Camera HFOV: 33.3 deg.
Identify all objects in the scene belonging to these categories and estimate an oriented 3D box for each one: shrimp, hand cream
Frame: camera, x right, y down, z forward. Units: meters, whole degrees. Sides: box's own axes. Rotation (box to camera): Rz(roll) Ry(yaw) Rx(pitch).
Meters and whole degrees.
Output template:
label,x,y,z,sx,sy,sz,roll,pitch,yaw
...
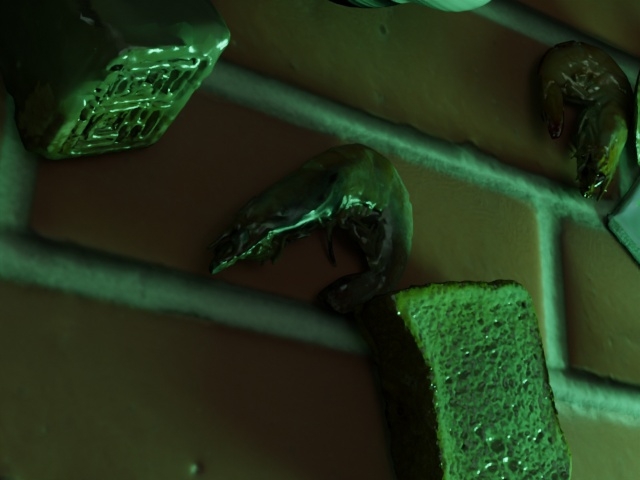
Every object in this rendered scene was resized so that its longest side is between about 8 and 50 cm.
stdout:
label,x,y,z,sx,sy,sz,roll,pitch,yaw
shrimp,0.001,-0.001,0.941,0.251,0.052,0.143,-26,94,-38
shrimp,0.292,-0.140,1.193,0.133,0.053,0.236,38,50,-22
hand cream,0.422,-0.074,1.269,0.079,0.050,0.275,34,56,14

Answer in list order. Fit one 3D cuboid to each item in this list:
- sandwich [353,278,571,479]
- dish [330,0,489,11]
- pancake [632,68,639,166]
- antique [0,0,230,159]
label,x,y,z,sx,sy,sz,roll,pitch,yaw
sandwich,0.130,0.144,0.957,0.186,0.065,0.215,-1,76,-36
dish,0.040,-0.293,1.037,0.273,0.134,0.273,36,22,-17
pancake,0.369,-0.141,1.234,0.115,0.011,0.115,0,90,-67
antique,-0.200,-0.222,0.850,0.125,0.150,0.284,-12,71,-41
